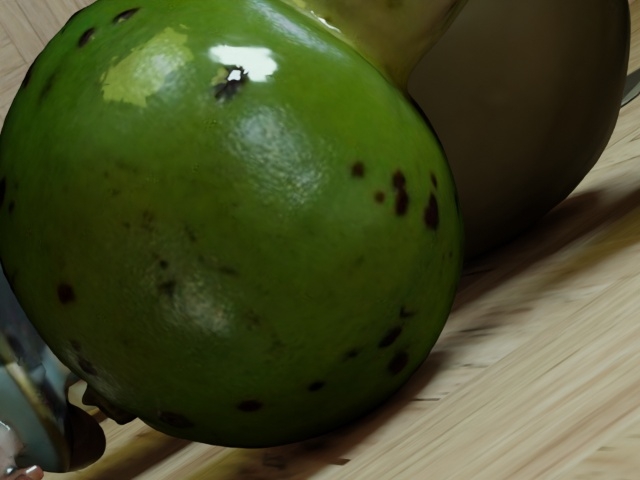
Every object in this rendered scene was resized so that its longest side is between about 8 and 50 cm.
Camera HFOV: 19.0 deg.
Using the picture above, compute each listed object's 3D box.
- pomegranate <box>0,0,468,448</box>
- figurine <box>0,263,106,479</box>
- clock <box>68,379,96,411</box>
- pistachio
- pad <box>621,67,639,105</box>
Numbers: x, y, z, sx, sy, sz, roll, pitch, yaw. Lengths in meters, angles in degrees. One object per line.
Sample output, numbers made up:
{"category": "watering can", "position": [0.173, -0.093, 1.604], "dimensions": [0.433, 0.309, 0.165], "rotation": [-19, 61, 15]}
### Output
{"category": "pomegranate", "position": [-0.019, -0.035, 0.741], "dimensions": [0.248, 0.202, 0.202], "rotation": [-54, 1, 6]}
{"category": "figurine", "position": [-0.258, 0.091, 1.046], "dimensions": [0.388, 0.248, 0.277], "rotation": [-34, 21, 11]}
{"category": "clock", "position": [-0.180, 0.084, 1.546], "dimensions": [0.144, 0.103, 0.231], "rotation": [-35, 1, -21]}
{"category": "pistachio", "position": [0.060, -0.076, 0.928], "dimensions": [0.288, 0.166, 0.197], "rotation": [84, -151, -60]}
{"category": "pad", "position": [0.195, -0.092, 1.525], "dimensions": [0.176, 0.002, 0.266], "rotation": [-31, 3, 23]}
